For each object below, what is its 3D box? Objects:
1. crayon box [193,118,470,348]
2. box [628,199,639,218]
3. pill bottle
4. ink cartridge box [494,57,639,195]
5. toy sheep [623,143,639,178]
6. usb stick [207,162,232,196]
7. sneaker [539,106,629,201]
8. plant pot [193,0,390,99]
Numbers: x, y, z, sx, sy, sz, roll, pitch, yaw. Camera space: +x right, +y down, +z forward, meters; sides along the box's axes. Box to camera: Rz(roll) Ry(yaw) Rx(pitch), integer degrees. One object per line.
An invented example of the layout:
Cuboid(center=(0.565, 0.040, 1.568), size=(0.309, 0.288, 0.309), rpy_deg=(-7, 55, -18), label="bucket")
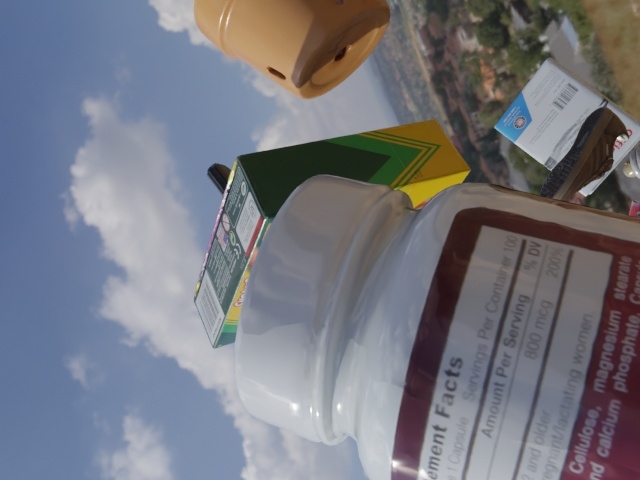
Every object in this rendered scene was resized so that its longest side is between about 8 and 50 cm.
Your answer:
Cuboid(center=(0.000, 0.000, 0.986), size=(0.106, 0.313, 0.363), rpy_deg=(63, 150, 24), label="crayon box")
Cuboid(center=(0.464, 0.046, 0.862), size=(0.300, 0.142, 0.154), rpy_deg=(10, -87, -63), label="box")
Cuboid(center=(0.158, 0.089, 0.438), size=(0.224, 0.392, 0.224), rpy_deg=(15, -90, -70), label="pill bottle")
Cuboid(center=(0.659, -0.302, 1.778), size=(0.307, 0.223, 0.129), rpy_deg=(40, -155, 10), label="ink cartridge box")
Cuboid(center=(0.617, -0.146, 1.222), size=(0.091, 0.132, 0.091), rpy_deg=(18, -116, -40), label="toy sheep")
Cuboid(center=(-0.141, -0.060, 1.337), size=(0.077, 0.045, 0.278), rpy_deg=(20, -156, -52), label="usb stick")
Cuboid(center=(0.410, -0.114, 1.022), size=(0.071, 0.188, 0.066), rpy_deg=(36, 172, -10), label="sneaker")
Cuboid(center=(-0.027, -0.366, 1.076), size=(0.203, 0.291, 0.291), rpy_deg=(49, -173, 9), label="plant pot")
